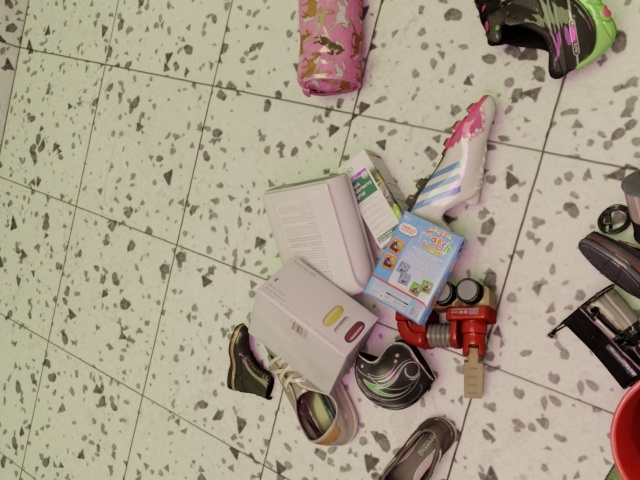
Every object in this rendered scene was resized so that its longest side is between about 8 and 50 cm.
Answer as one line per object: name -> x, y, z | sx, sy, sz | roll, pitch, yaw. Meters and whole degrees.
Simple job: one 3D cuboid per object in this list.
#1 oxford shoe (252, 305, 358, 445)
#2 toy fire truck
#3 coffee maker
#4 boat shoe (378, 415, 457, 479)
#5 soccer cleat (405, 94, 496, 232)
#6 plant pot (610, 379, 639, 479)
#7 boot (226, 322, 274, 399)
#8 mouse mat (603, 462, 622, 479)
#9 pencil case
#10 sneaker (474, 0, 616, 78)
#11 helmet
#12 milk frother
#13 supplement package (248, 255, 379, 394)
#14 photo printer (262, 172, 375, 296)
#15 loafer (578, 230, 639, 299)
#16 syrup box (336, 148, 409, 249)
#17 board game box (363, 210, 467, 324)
oxford shoe -> -0.055, 0.330, 1.682 | 0.169, 0.130, 0.449 | -41, 67, 26
toy fire truck -> 0.291, 0.225, 1.466 | 0.217, 0.158, 0.246 | -6, 70, 31
coffee maker -> 0.591, 0.203, 1.309 | 0.178, 0.120, 0.171 | 54, 152, 22
boat shoe -> 0.201, 0.557, 1.533 | 0.112, 0.096, 0.335 | 37, 107, 27
soccer cleat -> 0.332, -0.166, 1.483 | 0.143, 0.116, 0.331 | 35, 109, 11
plant pot -> 0.680, 0.342, 1.161 | 0.275, 0.243, 0.274 | -1, 88, 31
boot -> -0.182, 0.337, 1.798 | 0.137, 0.077, 0.197 | 12, 108, 27
mouse mat -> 0.679, 0.504, 1.295 | 0.190, 0.007, 0.152 | 29, 103, 28
pencil case -> 0.021, -0.562, 1.647 | 0.167, 0.160, 0.385 | -4, 87, 40
sneaker -> 0.402, -0.535, 1.397 | 0.202, 0.185, 0.482 | -47, 65, 17
helmet -> 0.167, 0.316, 1.525 | 0.162, 0.169, 0.169 | -36, 70, 8
milk frother -> 0.614, -0.069, 1.273 | 0.143, 0.129, 0.134 | -15, 125, 25
supplement package -> -0.023, 0.207, 1.577 | 0.262, 0.145, 0.204 | 35, 142, 14
photo printer -> 0.000, 0.000, 1.618 | 0.256, 0.107, 0.307 | -7, 104, 44
loafer -> 0.661, 0.071, 1.279 | 0.303, 0.109, 0.095 | 40, 82, 22
syrup box -> 0.145, -0.101, 1.591 | 0.093, 0.096, 0.236 | -36, 72, 24
board game box -> 0.210, 0.059, 1.448 | 0.160, 0.039, 0.211 | 29, 95, 34
